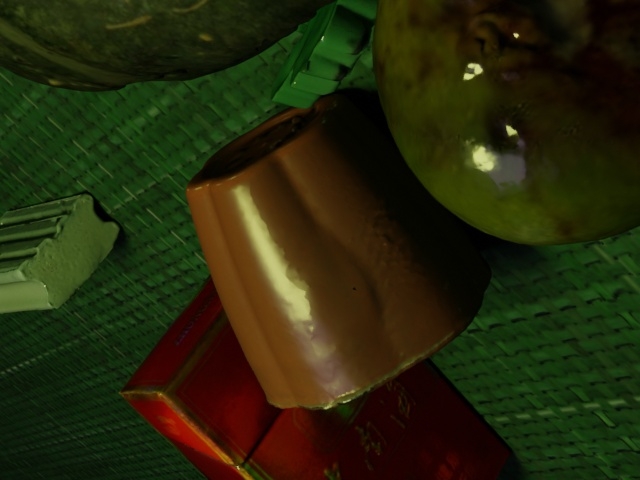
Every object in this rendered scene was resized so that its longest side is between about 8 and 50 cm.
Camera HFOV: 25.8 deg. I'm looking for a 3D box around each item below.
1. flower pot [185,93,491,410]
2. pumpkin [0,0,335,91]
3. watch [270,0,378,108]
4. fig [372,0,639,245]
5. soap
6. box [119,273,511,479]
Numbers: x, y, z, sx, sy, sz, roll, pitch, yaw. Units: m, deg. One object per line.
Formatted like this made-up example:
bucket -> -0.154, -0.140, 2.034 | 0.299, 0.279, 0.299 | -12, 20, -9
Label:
flower pot -> 0.000, 0.000, 0.993 | 0.190, 0.190, 0.173 | -10, 116, 55
pumpkin -> -0.044, -0.212, 0.550 | 0.328, 0.291, 0.257 | -25, 114, 44
watch -> -0.034, -0.173, 0.755 | 0.152, 0.165, 0.131 | 26, 149, -14
fig -> 0.126, -0.088, 0.693 | 0.181, 0.181, 0.191 | 14, 179, 38
soap -> -0.296, 0.018, 1.427 | 0.063, 0.114, 0.198 | 49, 152, -22
box -> 0.005, 0.158, 1.197 | 0.313, 0.197, 0.089 | 47, 152, -20
